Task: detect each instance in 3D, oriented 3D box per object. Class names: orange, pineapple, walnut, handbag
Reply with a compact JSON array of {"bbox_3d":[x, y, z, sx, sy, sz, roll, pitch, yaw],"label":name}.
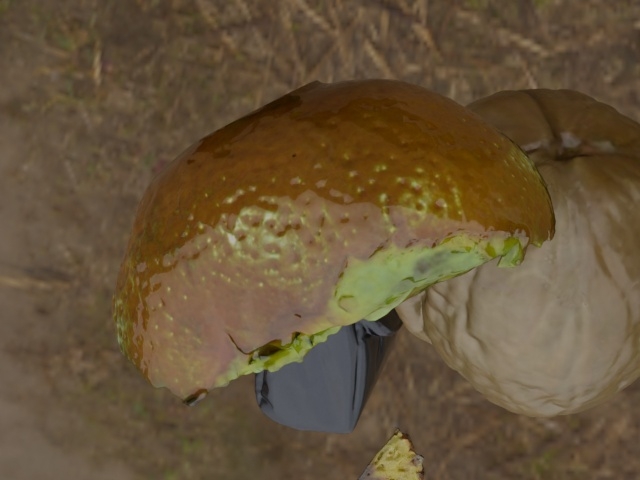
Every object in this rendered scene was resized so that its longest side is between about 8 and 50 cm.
[{"bbox_3d":[-0.002,-0.010,1.209,0.335,0.196,0.263,-30,166,39],"label":"orange"},{"bbox_3d":[0.069,0.253,1.762,0.077,0.114,0.114,-15,-178,-10],"label":"pineapple"},{"bbox_3d":[0.192,0.012,1.469,0.277,0.252,0.313,42,154,27],"label":"walnut"},{"bbox_3d":[0.030,0.079,2.207,0.178,0.302,0.275,10,111,10],"label":"handbag"}]
